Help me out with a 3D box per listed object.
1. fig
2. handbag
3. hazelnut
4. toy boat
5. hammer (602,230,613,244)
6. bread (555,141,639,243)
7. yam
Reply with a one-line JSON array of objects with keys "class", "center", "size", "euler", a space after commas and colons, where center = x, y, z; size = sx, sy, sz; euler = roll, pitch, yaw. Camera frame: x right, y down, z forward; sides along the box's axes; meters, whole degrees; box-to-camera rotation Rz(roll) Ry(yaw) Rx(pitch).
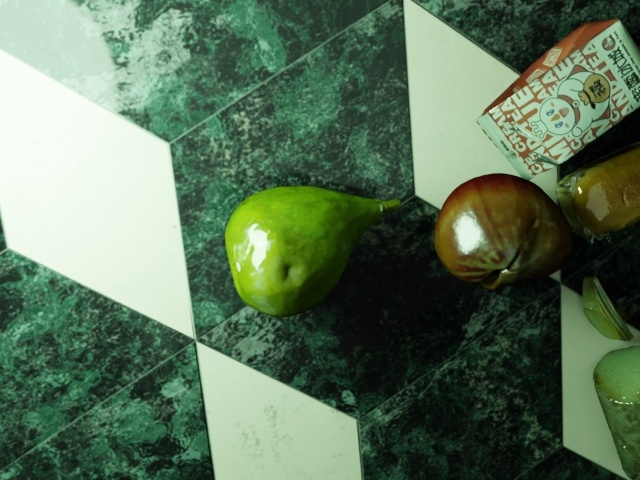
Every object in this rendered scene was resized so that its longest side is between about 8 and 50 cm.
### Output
[{"class": "fig", "center": [-0.021, 0.020, 1.368], "size": [0.314, 0.233, 0.232], "euler": [2, 104, -34]}, {"class": "handbag", "center": [0.442, -0.259, 1.438], "size": [0.298, 0.151, 0.171], "euler": [-36, 104, 5]}, {"class": "hazelnut", "center": [0.341, -0.009, 1.433], "size": [0.252, 0.217, 0.217], "euler": [9, 101, -9]}, {"class": "toy boat", "center": [0.588, 0.144, 1.601], "size": [0.066, 0.065, 0.172], "euler": [-47, 110, -22]}, {"class": "hammer", "center": [0.653, -0.066, 1.584], "size": [0.201, 0.021, 0.078], "euler": [-26, 107, -5]}, {"class": "bread", "center": [0.589, -0.103, 1.508], "size": [0.241, 0.107, 0.136], "euler": [-24, 94, -5]}, {"class": "yam", "center": [0.678, 0.371, 1.626], "size": [0.161, 0.161, 0.267], "euler": [-25, 109, -5]}]
